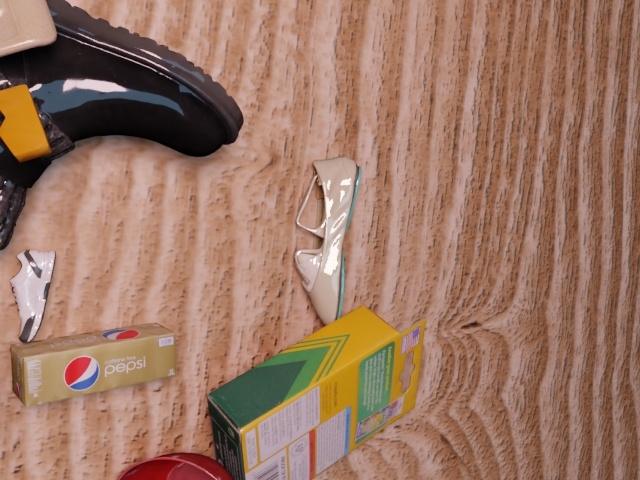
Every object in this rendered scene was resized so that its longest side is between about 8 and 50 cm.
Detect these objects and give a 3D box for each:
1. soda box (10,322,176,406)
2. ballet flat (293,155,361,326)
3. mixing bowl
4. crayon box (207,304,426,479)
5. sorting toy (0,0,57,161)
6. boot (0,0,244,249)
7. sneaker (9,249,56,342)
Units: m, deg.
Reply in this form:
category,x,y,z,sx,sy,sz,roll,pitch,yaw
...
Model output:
category,x,y,z,sx,sy,sz,roll,pitch,yaw
soda box,-0.267,0.144,0.838,0.181,0.061,0.058,-5,101,-36
ballet flat,0.000,0.000,1.014,0.086,0.086,0.248,7,92,-37
mixing bowl,-0.171,0.343,0.898,0.098,0.182,0.181,-35,127,-76
crayon box,0.002,0.231,1.002,0.323,0.083,0.203,-25,134,-31
sorting toy,-0.362,-0.193,0.624,0.229,0.041,0.307,-20,82,-14
boot,-0.275,-0.099,0.738,0.348,0.131,0.260,23,78,-22
sneaker,-0.331,0.061,0.797,0.044,0.040,0.109,11,88,-21
